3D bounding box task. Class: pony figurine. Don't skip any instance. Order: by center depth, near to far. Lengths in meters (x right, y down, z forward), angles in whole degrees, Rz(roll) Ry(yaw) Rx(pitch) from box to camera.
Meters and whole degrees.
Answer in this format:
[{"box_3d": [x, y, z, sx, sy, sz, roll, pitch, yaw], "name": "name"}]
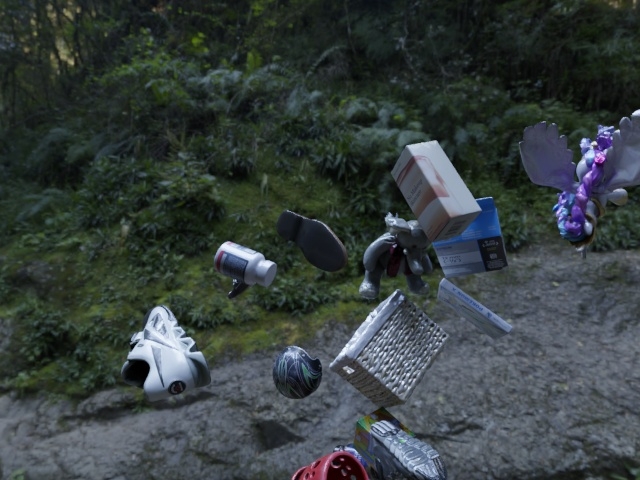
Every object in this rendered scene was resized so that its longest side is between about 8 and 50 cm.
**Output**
[{"box_3d": [0.715, -0.171, 1.262, 0.303, 0.351, 0.363, 5, 28, 40], "name": "pony figurine"}]

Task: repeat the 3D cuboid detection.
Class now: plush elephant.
[{"box_3d": [0.301, 0.037, 1.671, 0.272, 0.330, 0.255, 6, -13, -16], "name": "plush elephant"}]

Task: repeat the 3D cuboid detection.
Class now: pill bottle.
[{"box_3d": [-0.238, 0.081, 1.543, 0.180, 0.108, 0.108, 20, 4, 18], "name": "pill bottle"}, {"box_3d": [0.160, 0.900, 1.970, 0.219, 0.122, 0.123, -9, -9, 37], "name": "pill bottle"}]

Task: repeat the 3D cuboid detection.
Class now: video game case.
[{"box_3d": [0.601, 0.282, 1.924, 0.300, 0.036, 0.329, 37, -6, 19], "name": "video game case"}]

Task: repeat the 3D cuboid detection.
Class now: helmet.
[{"box_3d": [-0.085, 0.452, 1.643, 0.169, 0.169, 0.161, 2, -19, 34], "name": "helmet"}]

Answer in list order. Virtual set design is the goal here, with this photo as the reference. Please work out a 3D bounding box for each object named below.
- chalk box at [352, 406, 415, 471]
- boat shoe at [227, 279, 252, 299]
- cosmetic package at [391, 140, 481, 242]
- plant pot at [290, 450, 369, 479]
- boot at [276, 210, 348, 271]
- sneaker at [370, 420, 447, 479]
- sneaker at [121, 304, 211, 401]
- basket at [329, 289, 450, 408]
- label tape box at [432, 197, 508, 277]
[{"box_3d": [0.232, 0.705, 1.653, 0.132, 0.132, 0.213, -12, 28, -37], "name": "chalk box"}, {"box_3d": [-0.294, 0.158, 1.822, 0.206, 0.065, 0.075, -37, 6, 35], "name": "boat shoe"}, {"box_3d": [0.367, -0.160, 1.564, 0.129, 0.296, 0.153, -12, -29, -23], "name": "cosmetic package"}, {"box_3d": [0.020, 0.703, 1.342, 0.191, 0.191, 0.174, 5, -31, -48], "name": "plant pot"}, {"box_3d": [0.000, 0.000, 1.346, 0.115, 0.112, 0.305, 16, 13, -39], "name": "boot"}, {"box_3d": [0.195, 0.515, 1.081, 0.086, 0.132, 0.229, -5, 13, -27], "name": "sneaker"}, {"box_3d": [-0.364, 0.237, 1.038, 0.146, 0.122, 0.330, -20, 20, -28], "name": "sneaker"}, {"box_3d": [0.251, 0.412, 1.801, 0.266, 0.331, 0.328, 39, -24, 7], "name": "basket"}, {"box_3d": [0.562, -0.002, 1.842, 0.249, 0.115, 0.347, -10, -37, 22], "name": "label tape box"}]
